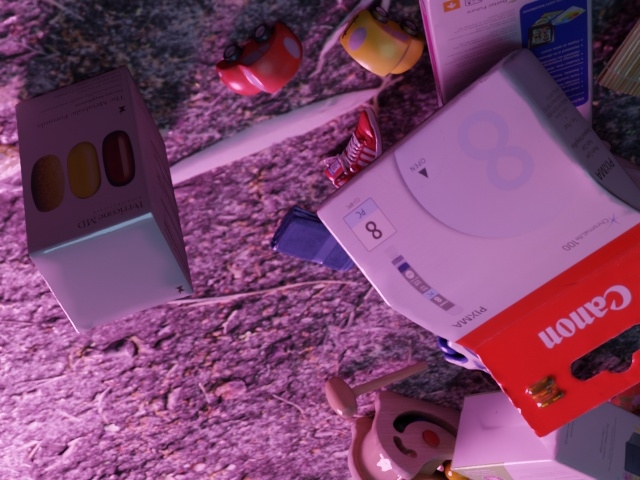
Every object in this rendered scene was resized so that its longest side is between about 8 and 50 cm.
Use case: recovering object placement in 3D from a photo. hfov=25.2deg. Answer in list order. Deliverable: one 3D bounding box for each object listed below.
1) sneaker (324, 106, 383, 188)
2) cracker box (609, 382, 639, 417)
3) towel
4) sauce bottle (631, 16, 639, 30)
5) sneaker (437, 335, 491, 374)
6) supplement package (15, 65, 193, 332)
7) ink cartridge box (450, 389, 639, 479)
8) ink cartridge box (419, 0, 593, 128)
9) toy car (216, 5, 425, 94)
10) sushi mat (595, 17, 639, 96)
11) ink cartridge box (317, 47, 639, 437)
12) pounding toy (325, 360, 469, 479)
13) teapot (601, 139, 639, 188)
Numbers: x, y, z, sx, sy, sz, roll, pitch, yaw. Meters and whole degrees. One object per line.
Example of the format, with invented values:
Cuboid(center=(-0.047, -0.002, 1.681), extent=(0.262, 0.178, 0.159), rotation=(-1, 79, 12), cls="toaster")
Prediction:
Cuboid(center=(0.038, -0.105, 1.699), extent=(0.067, 0.042, 0.118), rotation=(-12, 137, -9), cls="sneaker")
Cuboid(center=(0.551, 0.283, 2.091), extent=(0.067, 0.232, 0.155), rotation=(-1, 140, -52), cls="cracker box")
Cuboid(center=(0.000, 0.000, 1.800), extent=(0.119, 0.029, 0.067), rotation=(17, 126, -30), cls="towel")
Cuboid(center=(0.397, -0.269, 1.644), extent=(0.042, 0.042, 0.128), rotation=(6, 133, -22), cls="sauce bottle")
Cuboid(center=(0.221, 0.124, 1.894), extent=(0.131, 0.111, 0.296), rotation=(2, 166, 6), cls="sneaker")
Cuboid(center=(-0.233, -0.047, 1.534), extent=(0.139, 0.244, 0.133), rotation=(-20, 135, 2), cls="supplement package")
Cuboid(center=(0.386, 0.319, 2.035), extent=(0.353, 0.119, 0.207), rotation=(28, 153, -32), cls="ink cartridge box")
Cuboid(center=(0.212, -0.212, 1.597), extent=(0.176, 0.069, 0.371), rotation=(-18, 149, 2), cls="ink cartridge box")
Cuboid(center=(0.004, -0.251, 1.540), extent=(0.239, 0.053, 0.225), rotation=(-9, 135, -8), cls="toy car")
Cuboid(center=(0.449, -0.284, 1.606), extent=(0.151, 0.019, 0.316), rotation=(7, 131, -32), cls="sushi mat")
Cuboid(center=(0.222, 0.026, 1.597), extent=(0.308, 0.091, 0.385), rotation=(-38, 90, 36), cls="ink cartridge box")
Cuboid(center=(0.136, 0.277, 2.020), extent=(0.270, 0.154, 0.155), rotation=(18, 126, -30), cls="pounding toy")
Cuboid(center=(0.320, -0.033, 1.736), extent=(0.253, 0.187, 0.256), rotation=(7, 174, 9), cls="teapot")
